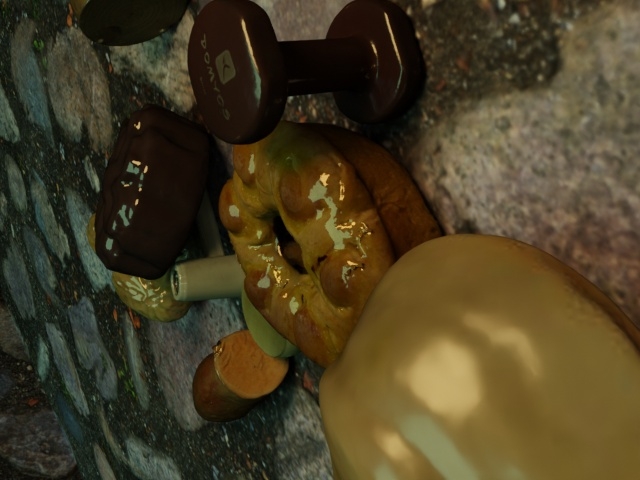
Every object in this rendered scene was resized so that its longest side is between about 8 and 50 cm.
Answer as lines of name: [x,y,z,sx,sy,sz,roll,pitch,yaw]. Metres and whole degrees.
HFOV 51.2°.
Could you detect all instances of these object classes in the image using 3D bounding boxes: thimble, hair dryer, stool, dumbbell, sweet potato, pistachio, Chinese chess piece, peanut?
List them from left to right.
stool: [-0.344,-0.476,1.084,0.179,0.179,0.264,-38,72,54]
peanut: [-0.364,0.042,1.349,0.305,0.147,0.147,52,140,29]
thimble: [-0.246,0.001,1.240,0.110,0.062,0.084,53,141,30]
hair dryer: [-0.197,-0.010,1.132,0.073,0.131,0.236,124,136,-52]
sweet potato: [-0.172,0.265,1.181,0.131,0.131,0.336,62,144,17]
Chinese chess piece: [-0.066,0.110,1.033,0.144,0.059,0.144,29,126,49]
dumbbell: [-0.013,-0.179,0.690,0.124,0.226,0.140,-21,87,53]
pistachio: [0.161,0.211,0.549,0.365,0.282,0.445,-29,77,56]

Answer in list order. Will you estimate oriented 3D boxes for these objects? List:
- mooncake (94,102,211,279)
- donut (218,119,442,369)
mooncake: [-0.289,-0.081,1.105,0.283,0.141,0.282,-46,36,47]
donut: [0.000,0.000,0.811,0.299,0.150,0.317,-42,69,53]
